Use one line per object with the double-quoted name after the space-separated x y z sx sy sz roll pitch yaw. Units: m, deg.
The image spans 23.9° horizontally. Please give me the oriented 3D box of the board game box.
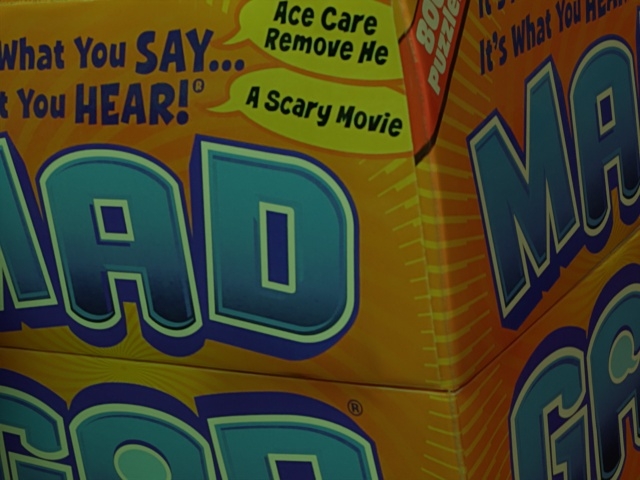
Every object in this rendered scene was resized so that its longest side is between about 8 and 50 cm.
0.000 0.000 0.864 0.356 0.356 0.356 -32 119 -52 "board game box"
